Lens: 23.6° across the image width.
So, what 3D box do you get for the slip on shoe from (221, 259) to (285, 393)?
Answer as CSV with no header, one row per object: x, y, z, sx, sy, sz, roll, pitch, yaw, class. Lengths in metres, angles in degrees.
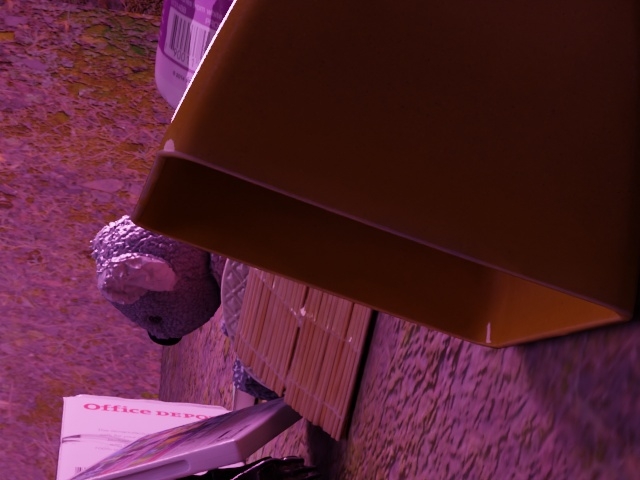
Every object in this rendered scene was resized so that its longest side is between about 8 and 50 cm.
-0.014,-0.016,1.337,0.101,0.123,0.331,-31,-50,-54,slip on shoe

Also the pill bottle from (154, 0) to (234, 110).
-0.012,-0.230,1.038,0.169,0.169,0.301,-104,23,-65,pill bottle

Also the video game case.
-0.118,0.185,1.356,0.201,0.183,0.023,-22,-85,-72,video game case

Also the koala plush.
-0.114,0.030,1.487,0.196,0.221,0.203,-113,32,-72,koala plush

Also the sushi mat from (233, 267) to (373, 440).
0.000,0.000,1.232,0.151,0.019,0.316,37,129,36,sushi mat

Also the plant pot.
0.043,-0.074,0.743,0.212,0.212,0.187,143,145,-77,plant pot

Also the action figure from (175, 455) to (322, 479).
-0.072,0.266,1.336,0.275,0.141,0.164,145,129,-67,action figure

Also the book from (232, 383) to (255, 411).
-0.084,0.125,1.826,0.096,0.035,0.144,-100,18,-72,book

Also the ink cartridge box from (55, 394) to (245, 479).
-0.205,0.313,1.815,0.307,0.223,0.129,-108,26,-69,ink cartridge box
